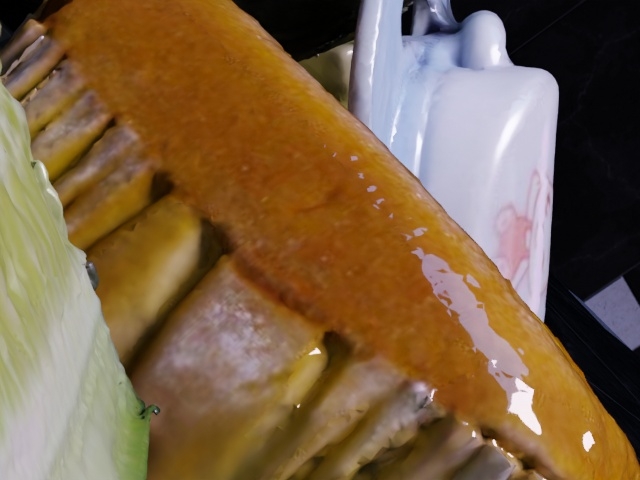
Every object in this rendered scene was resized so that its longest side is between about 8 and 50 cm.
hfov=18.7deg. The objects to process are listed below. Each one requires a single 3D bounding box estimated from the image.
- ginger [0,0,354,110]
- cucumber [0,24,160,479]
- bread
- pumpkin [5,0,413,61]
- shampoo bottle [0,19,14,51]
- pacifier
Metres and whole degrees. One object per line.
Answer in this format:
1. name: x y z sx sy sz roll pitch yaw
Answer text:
1. ginger: -0.022 -0.124 1.341 0.413 0.211 0.358 38 7 -27
2. cucumber: -0.107 0.041 0.389 0.325 0.105 0.145 -107 175 -76
3. bread: -0.022 0.030 0.652 0.288 0.156 0.204 44 5 23
4. pumpkin: -0.019 -0.289 1.024 0.344 0.454 0.454 27 7 1
5. shampoo bottle: -0.133 -0.065 0.992 0.195 0.056 0.056 46 8 21
6. pacifier: -0.006 -0.015 0.883 0.226 0.287 0.238 6 12 8
